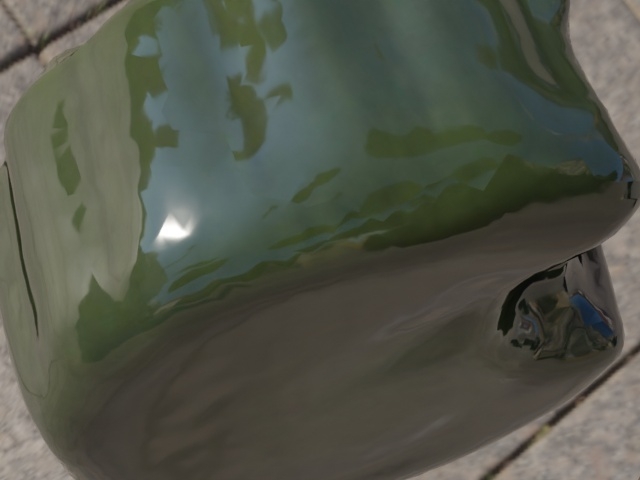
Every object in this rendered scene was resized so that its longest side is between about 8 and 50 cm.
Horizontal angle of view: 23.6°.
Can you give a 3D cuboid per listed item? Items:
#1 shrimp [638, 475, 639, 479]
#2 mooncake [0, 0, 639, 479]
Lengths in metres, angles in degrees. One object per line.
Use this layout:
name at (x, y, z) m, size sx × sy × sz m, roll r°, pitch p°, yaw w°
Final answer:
shrimp at (0.215, 0.105, 0.627) m, size 0.154 × 0.062 × 0.294 m, roll 30°, pitch 77°, yaw 35°
mooncake at (0.000, 0.000, 0.793) m, size 0.351 × 0.351 × 0.187 m, roll -10°, pitch 62°, yaw -20°
